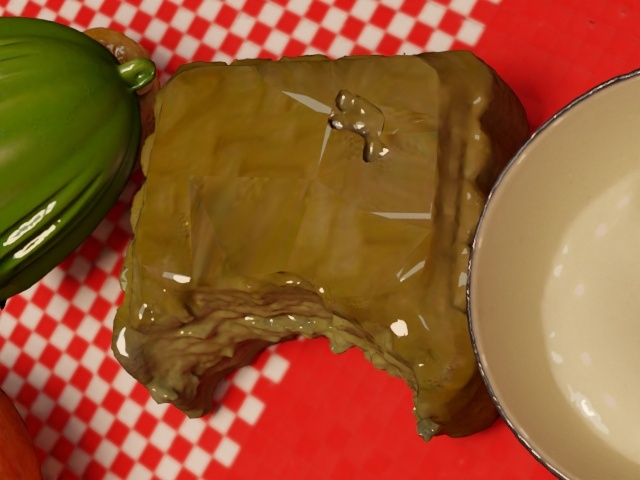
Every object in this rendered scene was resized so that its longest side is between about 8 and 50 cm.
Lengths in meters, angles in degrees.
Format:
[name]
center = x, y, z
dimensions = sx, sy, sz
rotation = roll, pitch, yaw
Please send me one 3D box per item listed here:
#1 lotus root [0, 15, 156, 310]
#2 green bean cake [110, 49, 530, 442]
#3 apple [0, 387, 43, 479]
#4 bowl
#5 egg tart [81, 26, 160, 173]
[lotus root]
center = -0.176, -0.071, 0.911
dimensions = 0.186, 0.186, 0.186
rotation = -7, 74, 23
[green bean cake]
center = 0.000, 0.000, 0.879
dimensions = 0.236, 0.124, 0.233
rotation = 0, 77, 24
[apple]
center = -0.313, 0.206, 0.880
dimensions = 0.299, 0.299, 0.275
rotation = -3, 101, 24
[bowl]
center = 0.205, 0.034, 0.774
dimensions = 0.237, 0.126, 0.238
rotation = -6, 74, 22
[egg tart]
center = -0.161, -0.083, 1.015
dimensions = 0.130, 0.052, 0.130
rotation = -6, 74, 23
